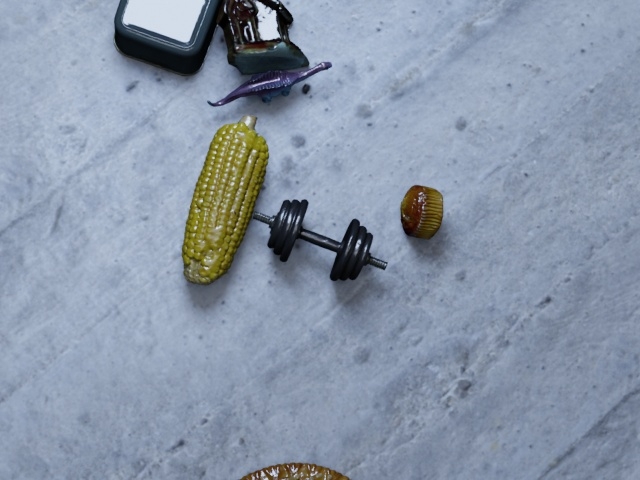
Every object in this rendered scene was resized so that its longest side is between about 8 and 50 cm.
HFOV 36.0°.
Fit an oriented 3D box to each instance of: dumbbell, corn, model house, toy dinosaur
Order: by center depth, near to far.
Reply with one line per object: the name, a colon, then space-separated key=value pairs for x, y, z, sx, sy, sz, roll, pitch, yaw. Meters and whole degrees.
corn: x=-0.140 y=-0.061 z=1.434 sx=0.097 sy=0.097 sz=0.262 roll=18 pitch=81 yaw=-5
dumbbell: x=0.000 y=0.000 z=1.443 sx=0.208 sy=0.099 sz=0.099 roll=21 pitch=80 yaw=-3
model house: x=-0.096 y=-0.329 z=1.457 sx=0.106 sy=0.165 sz=0.152 roll=-17 pitch=84 yaw=7
toy dinosaur: x=-0.076 y=-0.233 z=1.472 sx=0.197 sy=0.080 sz=0.045 roll=-19 pitch=88 yaw=-10

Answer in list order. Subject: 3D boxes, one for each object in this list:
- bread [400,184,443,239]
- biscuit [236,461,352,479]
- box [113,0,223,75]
bread: x=0.147 y=-0.043 z=1.477 sx=0.053 sy=0.085 sz=0.085 roll=7 pitch=82 yaw=-15
biscuit: x=-0.036 y=0.469 z=1.406 sx=0.305 sy=0.038 sz=0.305 roll=1 pitch=82 yaw=-8
box: x=-0.217 y=-0.362 z=1.465 sx=0.144 sy=0.090 sz=0.201 roll=20 pitch=81 yaw=-4
